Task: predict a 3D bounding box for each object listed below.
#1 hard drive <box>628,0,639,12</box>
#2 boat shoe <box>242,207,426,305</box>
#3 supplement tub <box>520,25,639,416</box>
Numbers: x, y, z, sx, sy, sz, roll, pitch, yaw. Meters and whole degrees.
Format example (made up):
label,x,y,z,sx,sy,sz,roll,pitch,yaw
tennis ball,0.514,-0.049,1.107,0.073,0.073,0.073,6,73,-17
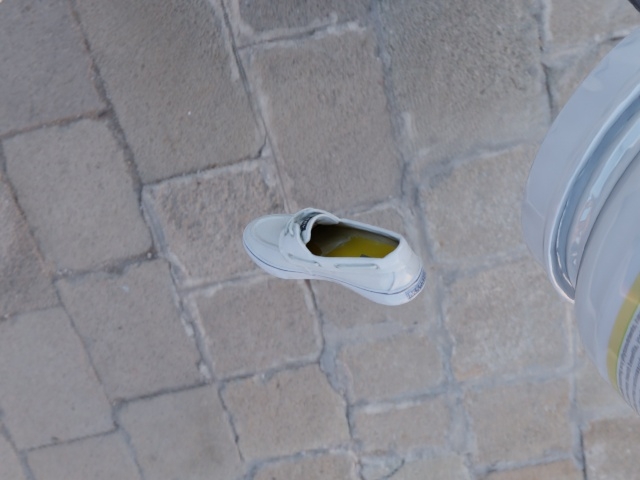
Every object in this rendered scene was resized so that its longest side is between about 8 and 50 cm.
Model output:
label,x,y,z,sx,sy,sz,roll,pitch,yaw
hard drive,0.351,-0.221,0.423,0.339,0.064,0.237,-9,146,-35
boat shoe,0.000,0.000,0.331,0.035,0.100,0.035,-51,137,-24
supplement tub,0.271,0.044,0.317,0.241,0.331,0.241,-17,135,-18
